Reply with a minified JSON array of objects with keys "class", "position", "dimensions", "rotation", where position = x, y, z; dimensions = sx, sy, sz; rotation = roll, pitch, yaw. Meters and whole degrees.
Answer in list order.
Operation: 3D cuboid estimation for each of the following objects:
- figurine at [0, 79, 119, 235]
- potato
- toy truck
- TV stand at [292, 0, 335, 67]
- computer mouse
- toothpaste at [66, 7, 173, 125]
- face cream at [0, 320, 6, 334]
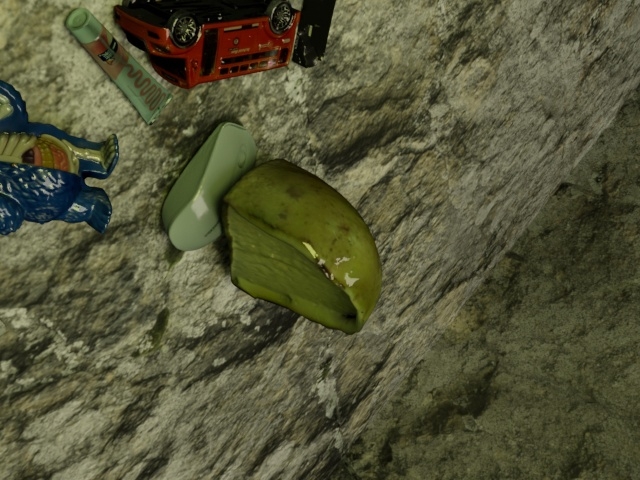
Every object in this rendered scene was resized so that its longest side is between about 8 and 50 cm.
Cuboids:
[{"class":"figurine","position":[-0.369,-0.088,0.807],"dimensions":[0.262,0.121,0.164],"rotation":[26,70,-38]},{"class":"potato","position":[0.000,0.000,1.190],"dimensions":[0.212,0.280,0.330],"rotation":[-55,167,-24]},{"class":"toy truck","position":[-0.149,-0.279,0.938],"dimensions":[0.253,0.107,0.114],"rotation":[-26,138,-42]},{"class":"TV stand","position":[0.002,-0.404,1.109],"dimensions":[0.042,0.036,0.249],"rotation":[-20,134,-44]},{"class":"computer mouse","position":[-0.172,-0.083,1.133],"dimensions":[0.231,0.079,0.128],"rotation":[-59,154,-3]},{"class":"toothpaste","position":[-0.259,-0.225,0.906],"dimensions":[0.056,0.036,0.205],"rotation":[-54,154,-8]},{"class":"face cream","position":[-0.469,0.073,0.872],"dimensions":[0.092,0.058,0.243],"rotation":[-43,154,-34]}]
